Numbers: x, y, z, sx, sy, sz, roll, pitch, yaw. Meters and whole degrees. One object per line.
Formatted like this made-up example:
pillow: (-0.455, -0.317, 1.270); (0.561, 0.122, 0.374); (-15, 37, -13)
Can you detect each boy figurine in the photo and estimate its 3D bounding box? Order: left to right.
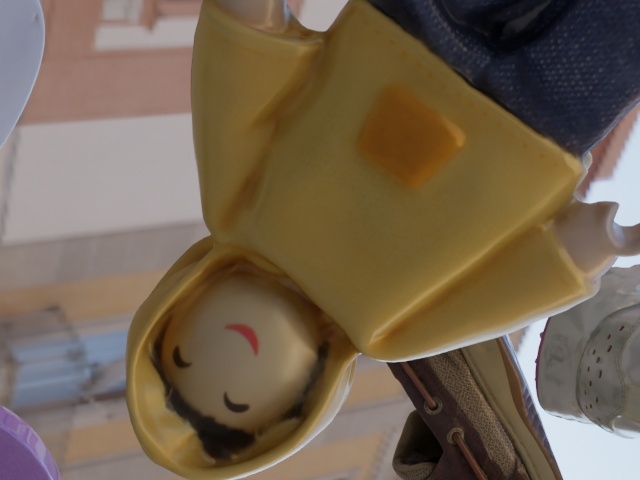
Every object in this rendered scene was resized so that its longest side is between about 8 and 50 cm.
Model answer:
boy figurine: (0.022, -0.032, 0.529); (0.177, 0.092, 0.285); (42, -72, -6)

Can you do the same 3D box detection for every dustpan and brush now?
dustpan and brush: (-0.225, -0.158, 1.067); (0.060, 0.211, 0.147); (17, -40, 24)

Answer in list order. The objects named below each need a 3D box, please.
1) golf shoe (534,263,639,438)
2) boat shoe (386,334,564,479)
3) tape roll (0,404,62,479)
golf shoe: (0.275, 0.064, 0.916); (0.140, 0.306, 0.115); (29, -54, 51)
boat shoe: (0.115, 0.157, 1.219); (0.123, 0.123, 0.342); (-99, 167, -62)
tape roll: (-0.399, 0.294, 1.572); (0.090, 0.275, 0.275); (-145, -129, -80)
